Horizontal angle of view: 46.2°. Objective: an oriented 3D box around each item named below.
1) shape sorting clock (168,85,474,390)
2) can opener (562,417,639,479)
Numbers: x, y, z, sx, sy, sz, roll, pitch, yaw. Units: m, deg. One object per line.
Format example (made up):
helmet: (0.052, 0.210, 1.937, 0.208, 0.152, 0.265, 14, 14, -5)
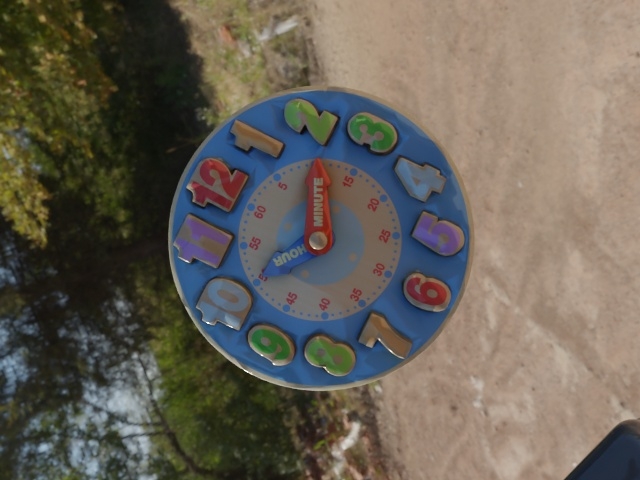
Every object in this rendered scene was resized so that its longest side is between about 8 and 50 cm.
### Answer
shape sorting clock: (0.000, 0.000, 0.503, 0.040, 0.206, 0.206, -30, -82, -84)
can opener: (0.104, 0.203, 0.470, 0.076, 0.283, 0.095, 12, -152, -52)
